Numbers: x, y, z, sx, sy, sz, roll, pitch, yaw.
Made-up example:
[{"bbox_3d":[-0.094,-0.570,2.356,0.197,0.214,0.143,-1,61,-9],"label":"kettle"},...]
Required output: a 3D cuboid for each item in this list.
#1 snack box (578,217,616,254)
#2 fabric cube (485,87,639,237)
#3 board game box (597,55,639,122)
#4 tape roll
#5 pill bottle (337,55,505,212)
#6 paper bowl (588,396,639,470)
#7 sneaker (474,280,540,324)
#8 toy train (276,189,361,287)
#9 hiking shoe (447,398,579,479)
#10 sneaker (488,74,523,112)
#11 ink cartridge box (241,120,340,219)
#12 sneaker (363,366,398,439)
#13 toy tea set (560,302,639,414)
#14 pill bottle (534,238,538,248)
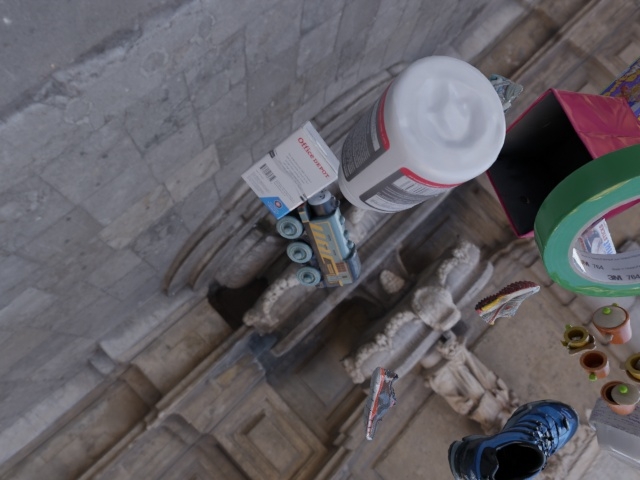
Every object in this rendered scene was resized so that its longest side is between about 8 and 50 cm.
[{"bbox_3d":[0.667,0.018,1.060,0.064,0.178,0.022,-41,-145,5],"label":"snack box"},{"bbox_3d":[0.602,-0.174,1.065,0.258,0.259,0.254,-2,153,-25],"label":"fabric cube"},{"bbox_3d":[0.940,-0.418,1.331,0.347,0.078,0.233,-47,-165,18],"label":"board game box"},{"bbox_3d":[0.558,-0.024,0.781,0.321,0.321,0.077,-47,-155,40],"label":"tape roll"},{"bbox_3d":[0.133,-0.144,0.728,0.176,0.176,0.318,-43,-176,-16],"label":"pill bottle"},{"bbox_3d":[0.982,0.618,1.356,0.148,0.284,0.284,-60,180,-15],"label":"paper bowl"},{"bbox_3d":[0.667,0.217,1.561,0.225,0.093,0.088,-34,-177,20],"label":"sneaker"},{"bbox_3d":[0.000,0.000,1.307,0.190,0.334,0.142,-9,-149,18],"label":"toy train"},{"bbox_3d":[0.403,0.404,0.852,0.303,0.113,0.132,-18,174,-19],"label":"hiking shoe"},{"bbox_3d":[0.540,-0.443,1.415,0.283,0.122,0.110,-49,173,-39],"label":"sneaker"},{"bbox_3d":[-0.068,-0.172,1.091,0.203,0.148,0.086,-32,-164,24],"label":"ink cartridge box"},{"bbox_3d":[0.134,0.354,0.947,0.061,0.064,0.158,-128,-129,-84],"label":"sneaker"},{"bbox_3d":[0.821,0.315,1.251,0.199,0.124,0.336,-30,-155,19],"label":"toy tea set"},{"bbox_3d":[0.695,-0.008,1.358,0.067,0.120,0.067,-17,179,0],"label":"pill bottle"}]
